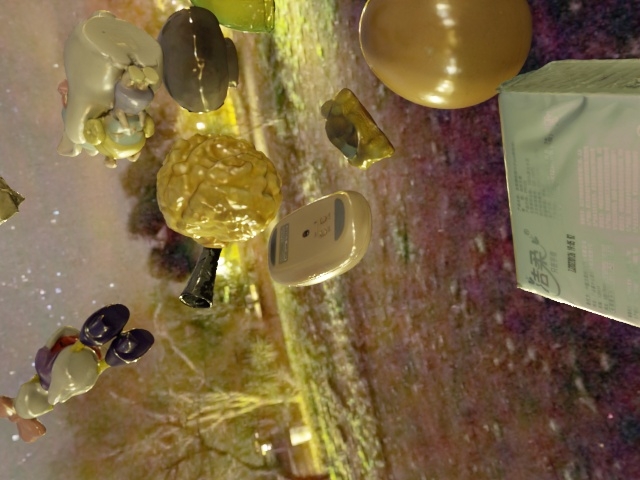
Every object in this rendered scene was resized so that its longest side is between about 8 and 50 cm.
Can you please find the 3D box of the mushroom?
[{"bbox_3d":[-0.212,-0.324,1.015,0.117,0.141,0.188,148,110,-72],"label":"mushroom"}]

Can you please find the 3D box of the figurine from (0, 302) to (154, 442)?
[{"bbox_3d":[-0.545,0.291,1.243,0.154,0.421,0.193,46,-149,-21],"label":"figurine"}]

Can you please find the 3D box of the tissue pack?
[{"bbox_3d":[0.494,-0.082,0.965,0.332,0.205,0.404,20,134,49],"label":"tissue pack"}]

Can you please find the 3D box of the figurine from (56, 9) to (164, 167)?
[{"bbox_3d":[-0.295,-0.172,0.802,0.155,0.127,0.235,45,130,16],"label":"figurine"}]

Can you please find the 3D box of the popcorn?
[{"bbox_3d":[-0.143,-0.064,0.816,0.170,0.180,0.180,29,131,59],"label":"popcorn"}]

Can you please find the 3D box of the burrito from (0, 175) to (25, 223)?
[{"bbox_3d":[-0.889,-0.168,1.408,0.135,0.190,0.331,40,157,46],"label":"burrito"}]

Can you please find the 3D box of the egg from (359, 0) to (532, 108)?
[{"bbox_3d":[0.262,-0.431,1.228,0.301,0.374,0.300,176,90,-74],"label":"egg"}]

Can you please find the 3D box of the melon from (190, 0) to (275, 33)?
[{"bbox_3d":[-0.184,-0.539,1.115,0.129,0.169,0.265,-103,7,-56],"label":"melon"}]

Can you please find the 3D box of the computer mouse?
[{"bbox_3d":[0.000,0.000,1.025,0.237,0.082,0.145,-26,54,39],"label":"computer mouse"}]

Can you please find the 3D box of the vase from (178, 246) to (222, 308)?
[{"bbox_3d":[-0.197,0.035,1.028,0.059,0.059,0.167,96,-175,-60],"label":"vase"}]

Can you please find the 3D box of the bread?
[{"bbox_3d":[0.088,-0.303,1.641,0.161,0.088,0.233,-29,97,47],"label":"bread"}]
